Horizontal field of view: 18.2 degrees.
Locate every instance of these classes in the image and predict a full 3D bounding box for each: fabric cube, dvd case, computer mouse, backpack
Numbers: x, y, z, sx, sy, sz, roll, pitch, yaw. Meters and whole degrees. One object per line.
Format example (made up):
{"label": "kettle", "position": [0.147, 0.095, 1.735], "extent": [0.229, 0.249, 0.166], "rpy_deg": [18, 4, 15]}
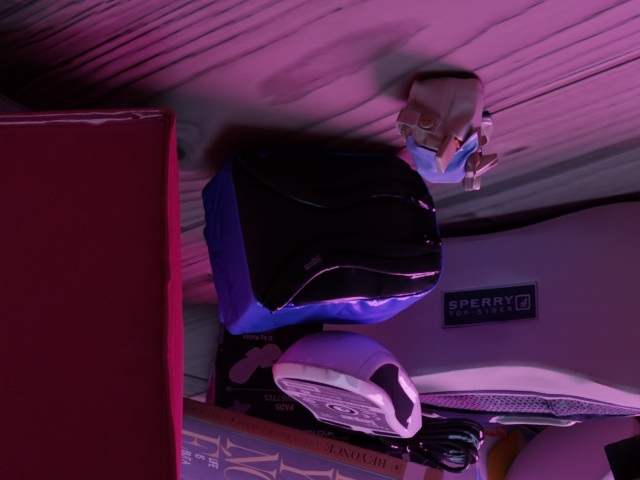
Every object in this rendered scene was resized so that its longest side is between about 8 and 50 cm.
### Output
{"label": "fabric cube", "position": [-0.195, 0.097, 1.002], "extent": [0.254, 0.259, 0.258], "rpy_deg": [0, 158, -3]}
{"label": "dvd case", "position": [-0.039, 0.158, 1.263], "extent": [0.221, 0.018, 0.164], "rpy_deg": [15, 147, 5]}
{"label": "computer mouse", "position": [0.028, 0.087, 1.149], "extent": [0.106, 0.042, 0.193], "rpy_deg": [11, 164, 18]}
{"label": "backpack", "position": [0.000, 0.000, 1.103], "extent": [0.120, 0.098, 0.101], "rpy_deg": [-5, 167, -21]}

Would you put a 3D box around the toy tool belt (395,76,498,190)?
{"label": "toy tool belt", "position": [0.065, -0.047, 1.028], "extent": [0.052, 0.051, 0.083], "rpy_deg": [-3, 160, 10]}

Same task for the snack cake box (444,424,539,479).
{"label": "snack cake box", "position": [0.123, 0.215, 1.702], "extent": [0.152, 0.089, 0.264], "rpy_deg": [-12, 157, 29]}

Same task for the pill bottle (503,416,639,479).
{"label": "pill bottle", "position": [0.279, 0.279, 1.604], "extent": [0.169, 0.169, 0.301], "rpy_deg": [-19, 117, 43]}

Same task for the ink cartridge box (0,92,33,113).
{"label": "ink cartridge box", "position": [-0.273, -0.047, 1.047], "extent": [0.224, 0.045, 0.223], "rpy_deg": [-11, 157, 30]}

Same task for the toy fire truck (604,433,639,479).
{"label": "toy fire truck", "position": [0.354, 0.141, 1.433], "extent": [0.217, 0.158, 0.246], "rpy_deg": [-8, 167, -40]}

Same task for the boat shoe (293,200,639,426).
{"label": "boat shoe", "position": [0.167, 0.054, 1.229], "extent": [0.340, 0.127, 0.158], "rpy_deg": [1, 166, 27]}

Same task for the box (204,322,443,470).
{"label": "box", "position": [-0.004, 0.155, 1.458], "extent": [0.163, 0.142, 0.247], "rpy_deg": [2, 160, -4]}
